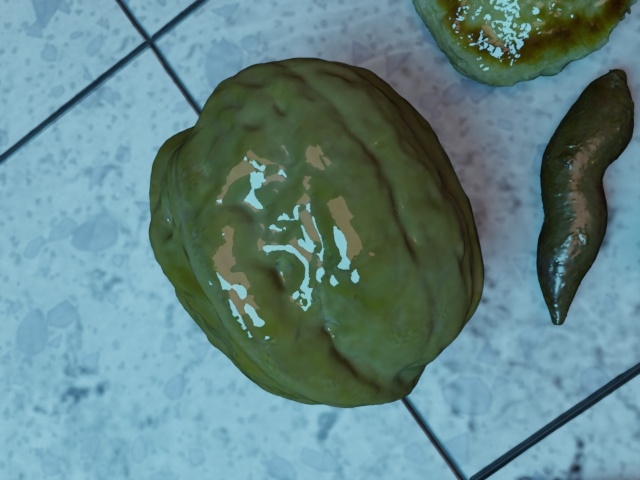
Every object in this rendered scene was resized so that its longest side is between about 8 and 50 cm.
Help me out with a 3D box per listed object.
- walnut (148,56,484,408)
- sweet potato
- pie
[{"bbox_3d":[0.000,0.000,0.466,0.224,0.257,0.257,-34,81,37],"label":"walnut"},{"bbox_3d":[0.209,-0.039,0.515,0.065,0.051,0.218,16,88,6],"label":"sweet potato"},{"bbox_3d":[0.163,-0.237,0.519,0.179,0.084,0.205,-25,86,6],"label":"pie"}]
